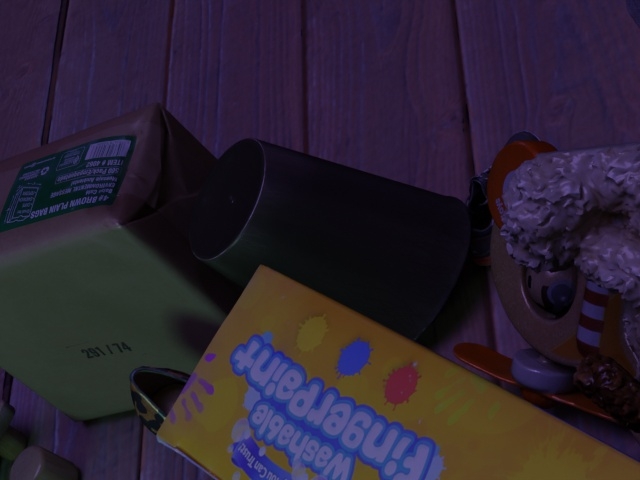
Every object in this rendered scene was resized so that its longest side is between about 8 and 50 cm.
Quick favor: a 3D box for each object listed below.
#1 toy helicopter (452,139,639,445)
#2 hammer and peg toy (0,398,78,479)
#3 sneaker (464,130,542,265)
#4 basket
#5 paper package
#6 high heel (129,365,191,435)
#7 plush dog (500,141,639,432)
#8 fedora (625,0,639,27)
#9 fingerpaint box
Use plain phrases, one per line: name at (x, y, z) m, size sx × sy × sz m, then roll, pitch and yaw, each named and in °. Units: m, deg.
toy helicopter at (0.236, 0.095, 1.298) m, size 0.235 × 0.140 × 0.355 m, roll -62°, pitch 41°, yaw 37°
hammer and peg toy at (-0.466, 0.296, 1.799) m, size 0.361 × 0.127 × 0.266 m, roll 5°, pitch 61°, yaw 45°
sneaker at (0.183, -0.054, 1.561) m, size 0.061 × 0.065 × 0.158 m, roll -3°, pitch 55°, yaw 41°
basket at (0.000, 0.000, 1.511) m, size 0.204 × 0.226 × 0.154 m, roll -51°, pitch 33°, yaw 21°
paper package at (-0.226, 0.038, 1.661) m, size 0.324 × 0.309 × 0.168 m, roll -15°, pitch 48°, yaw 32°
high heel at (-0.065, 0.190, 1.475) m, size 0.261 × 0.186 × 0.093 m, roll 5°, pitch 61°, yaw 45°
plush dog at (0.290, 0.032, 1.135) m, size 0.262 × 0.226 × 0.210 m, roll -11°, pitch 6°, yaw -25°
fedora at (0.368, -0.114, 1.361) m, size 0.124 × 0.243 × 0.275 m, roll -68°, pitch 29°, yaw 21°
fingerpaint box at (0.155, 0.217, 1.063) m, size 0.444 × 0.371 × 0.163 m, roll 25°, pitch 82°, yaw 54°
